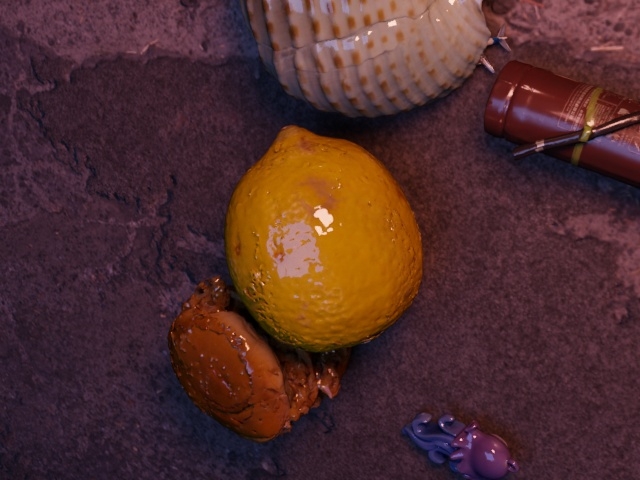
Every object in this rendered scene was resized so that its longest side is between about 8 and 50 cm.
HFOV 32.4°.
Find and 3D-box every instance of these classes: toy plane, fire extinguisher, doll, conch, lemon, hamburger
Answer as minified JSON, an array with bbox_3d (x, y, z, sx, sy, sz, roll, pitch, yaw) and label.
[{"bbox_3d":[0.194,-0.241,1.350,0.084,0.024,0.077,-4,106,42],"label":"toy plane"},{"bbox_3d":[0.352,-0.102,1.245,0.341,0.141,0.105,24,153,24],"label":"fire extinguisher"},{"bbox_3d":[0.197,0.292,1.572,0.206,0.067,0.110,14,133,40],"label":"doll"},{"bbox_3d":[0.028,-0.273,1.326,0.319,0.215,0.303,25,135,32],"label":"conch"},{"bbox_3d":[0.000,0.000,1.442,0.258,0.258,0.310,-4,109,35],"label":"lemon"},{"bbox_3d":[-0.102,0.158,1.623,0.245,0.211,0.260,-2,115,40],"label":"hamburger"}]
